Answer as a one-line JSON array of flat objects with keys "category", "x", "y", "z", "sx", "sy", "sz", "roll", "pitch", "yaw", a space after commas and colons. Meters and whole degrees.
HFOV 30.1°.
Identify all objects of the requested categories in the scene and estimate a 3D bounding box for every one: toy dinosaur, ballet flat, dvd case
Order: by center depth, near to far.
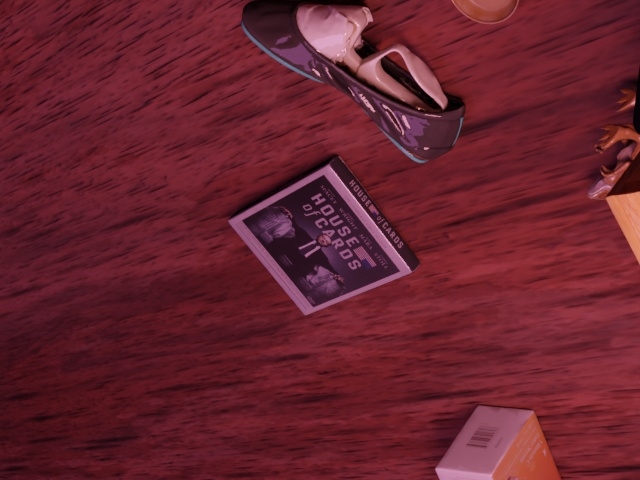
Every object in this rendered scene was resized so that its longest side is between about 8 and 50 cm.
[{"category": "toy dinosaur", "x": 0.343, "y": -0.103, "z": 1.188, "sx": 0.112, "sy": 0.064, "sz": 0.211, "roll": 29, "pitch": 148, "yaw": -28}, {"category": "ballet flat", "x": 0.046, "y": -0.202, "z": 1.323, "sx": 0.280, "sy": 0.095, "sz": 0.096, "roll": 35, "pitch": 132, "yaw": -6}, {"category": "dvd case", "x": 0.000, "y": 0.000, "z": 1.586, "sx": 0.179, "sy": 0.029, "sz": 0.238, "roll": 51, "pitch": 141, "yaw": -11}]

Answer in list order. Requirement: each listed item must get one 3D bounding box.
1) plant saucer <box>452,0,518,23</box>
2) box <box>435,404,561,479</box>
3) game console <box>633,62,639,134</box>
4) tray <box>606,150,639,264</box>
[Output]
[{"category": "plant saucer", "x": 0.167, "y": -0.261, "z": 1.213, "sx": 0.083, "sy": 0.015, "sz": 0.083, "roll": 23, "pitch": 138, "yaw": 23}, {"category": "box", "x": 0.246, "y": 0.328, "z": 1.592, "sx": 0.091, "sy": 0.130, "sz": 0.170, "roll": -2, "pitch": 124, "yaw": 41}, {"category": "game console", "x": 0.341, "y": -0.254, "z": 0.957, "sx": 0.173, "sy": 0.250, "sz": 0.293, "roll": 31, "pitch": 149, "yaw": -29}, {"category": "tray", "x": 0.352, "y": 0.079, "z": 0.838, "sx": 0.076, "sy": 0.203, "sz": 0.411, "roll": -9, "pitch": 118, "yaw": 46}]
